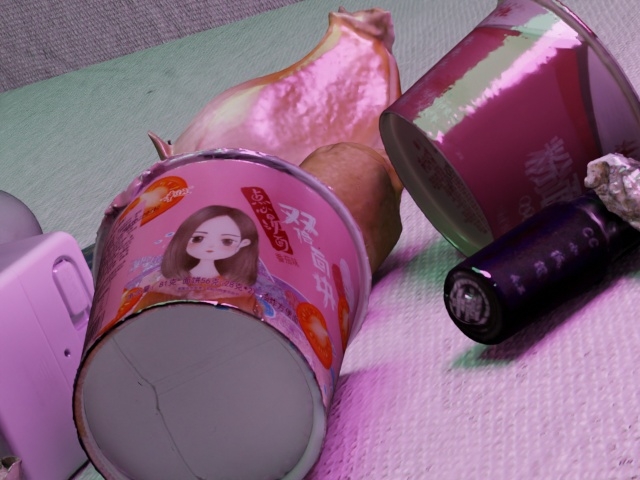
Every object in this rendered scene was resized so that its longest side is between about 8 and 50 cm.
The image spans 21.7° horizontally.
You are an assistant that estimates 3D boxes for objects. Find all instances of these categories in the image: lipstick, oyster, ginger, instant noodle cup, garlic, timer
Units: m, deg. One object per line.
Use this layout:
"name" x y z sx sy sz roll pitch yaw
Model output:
"lipstick" 0.224 -0.002 1.431 0.300 0.081 0.081 -30 17 -38
"oyster" 0.318 -0.035 1.386 0.177 0.064 0.125 -1 19 -10
"ginger" 0.000 0.000 1.633 0.152 0.138 0.267 1 37 23
"instant noodle cup" -0.083 0.077 1.329 0.243 0.243 0.231 -19 23 12
"garlic" -0.033 -0.135 1.984 0.313 0.249 0.286 -45 36 -6
"timer" -0.312 0.124 1.530 0.195 0.192 0.194 -12 19 32
"instant noodle cup" 0.178 -0.096 1.576 0.178 0.235 0.235 -36 19 -11

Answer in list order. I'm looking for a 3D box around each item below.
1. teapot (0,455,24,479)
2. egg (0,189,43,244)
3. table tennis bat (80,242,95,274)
"teapot" -0.253 0.218 1.348 0.067 0.083 0.057 -22 20 -5
"egg" -0.427 0.017 2.077 0.168 0.168 0.231 -20 14 7
"table tennis bat" -0.247 0.014 2.092 0.237 0.038 0.149 -14 17 36
